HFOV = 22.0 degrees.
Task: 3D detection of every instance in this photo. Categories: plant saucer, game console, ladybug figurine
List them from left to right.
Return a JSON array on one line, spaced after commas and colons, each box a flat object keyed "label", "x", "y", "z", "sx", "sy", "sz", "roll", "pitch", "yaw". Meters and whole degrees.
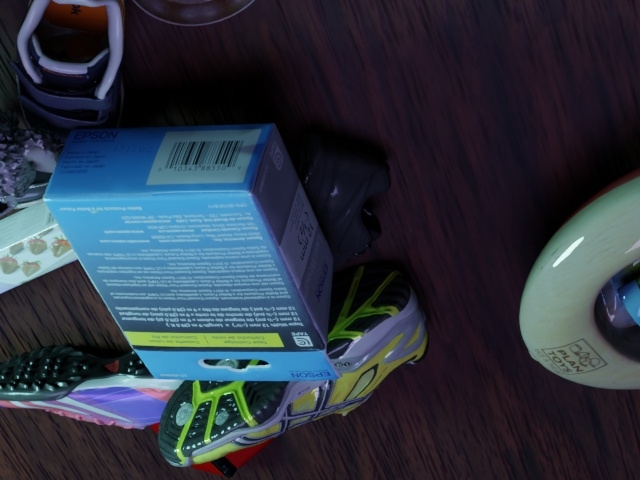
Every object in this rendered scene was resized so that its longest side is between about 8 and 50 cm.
[{"label": "plant saucer", "x": -0.129, "y": -0.303, "z": 1.727, "sx": 0.168, "sy": 0.029, "sz": 0.168, "roll": -8, "pitch": 131, "yaw": -9}, {"label": "game console", "x": -0.158, "y": 0.256, "z": 2.299, "sx": 0.124, "sy": 0.085, "sz": 0.144, "roll": 5, "pitch": 143, "yaw": 46}, {"label": "ladybug figurine", "x": 0.426, "y": 0.018, "z": 1.923, "sx": 0.449, "sy": 0.162, "sz": 0.305, "roll": -28, "pitch": 125, "yaw": 27}]

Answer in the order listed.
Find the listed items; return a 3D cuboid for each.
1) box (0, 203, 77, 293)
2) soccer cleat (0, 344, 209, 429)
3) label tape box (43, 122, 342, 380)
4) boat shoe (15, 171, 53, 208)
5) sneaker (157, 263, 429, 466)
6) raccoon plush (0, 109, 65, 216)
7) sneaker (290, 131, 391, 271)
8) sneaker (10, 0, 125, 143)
[{"label": "box", "x": -0.408, "y": 0.024, "z": 2.060, "sx": 0.324, "sy": 0.067, "sz": 0.063, "roll": -23, "pitch": 128, "yaw": 23}, {"label": "soccer cleat", "x": -0.289, "y": 0.206, "z": 2.189, "sx": 0.318, "sy": 0.108, "sz": 0.116, "roll": -5, "pitch": 121, "yaw": 4}, {"label": "label tape box", "x": -0.127, "y": 0.022, "z": 1.878, "sx": 0.249, "sy": 0.115, "sz": 0.348, "roll": -1, "pitch": 142, "yaw": 20}, {"label": "boat shoe", "x": -0.404, "y": -0.090, "z": 1.944, "sx": 0.206, "sy": 0.075, "sz": 0.065, "roll": 9, "pitch": 137, "yaw": 2}, {"label": "sneaker", "x": -0.028, "y": 0.190, "z": 2.088, "sx": 0.384, "sy": 0.145, "sz": 0.147, "roll": -30, "pitch": 131, "yaw": 9}, {"label": "raccoon plush", "x": -0.417, "y": -0.174, "z": 1.715, "sx": 0.216, "sy": 0.299, "sz": 0.446, "roll": 35, "pitch": 134, "yaw": 30}, {"label": "sneaker", "x": 0.000, "y": 0.000, "z": 1.983, "sx": 0.130, "sy": 0.109, "sz": 0.286, "roll": 11, "pitch": 136, "yaw": -15}, {"label": "sneaker", "x": -0.277, "y": -0.186, "z": 1.808, "sx": 0.126, "sy": 0.127, "sz": 0.321, "roll": 6, "pitch": 135, "yaw": -4}]
